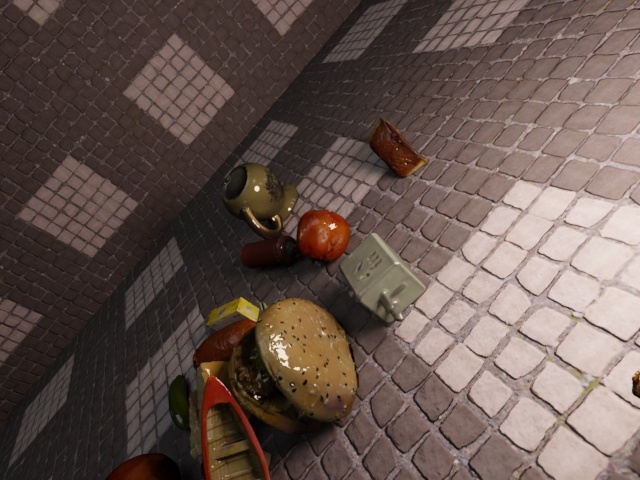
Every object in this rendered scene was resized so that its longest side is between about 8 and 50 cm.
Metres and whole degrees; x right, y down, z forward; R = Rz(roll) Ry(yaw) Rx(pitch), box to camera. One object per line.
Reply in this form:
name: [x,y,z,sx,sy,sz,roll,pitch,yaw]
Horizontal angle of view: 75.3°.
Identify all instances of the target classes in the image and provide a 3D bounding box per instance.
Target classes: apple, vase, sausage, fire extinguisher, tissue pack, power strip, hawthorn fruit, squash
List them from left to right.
apple: [-0.489,0.710,1.147,0.230,0.230,0.229,-32,35,26]
squash: [-0.491,0.557,1.441,0.069,0.069,0.258,-49,31,1]
sausage: [-0.284,0.352,1.319,0.268,0.153,0.141,-32,28,24]
tissue pack: [-0.317,0.276,1.499,0.176,0.095,0.062,-27,39,33]
vase: [-0.238,-0.142,1.720,0.241,0.302,0.328,-31,54,28]
fire extinguisher: [-0.155,0.029,1.570,0.337,0.106,0.147,-11,26,44]
hawthorn fruit: [0.000,0.000,1.336,0.179,0.179,0.200,16,82,56]
power strip: [0.162,0.106,1.041,0.140,0.139,0.224,-44,31,8]

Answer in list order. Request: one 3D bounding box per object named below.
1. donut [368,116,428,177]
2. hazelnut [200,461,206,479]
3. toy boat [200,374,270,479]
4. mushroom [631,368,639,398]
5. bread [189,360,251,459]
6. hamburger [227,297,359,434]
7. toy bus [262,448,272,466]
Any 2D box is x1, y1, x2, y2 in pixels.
donut: [0.236,-0.325,1.415,0.112,0.151,0.295,-50,30,18]
hazelnut: [-0.279,0.611,1.115,0.086,0.086,0.086,-32,35,26]
toy boat: [-0.189,0.493,0.924,0.136,0.079,0.391,-17,78,-5]
mushroom: [0.521,0.219,0.459,0.279,0.163,0.296,10,64,45]
bread: [-0.252,0.462,1.168,0.184,0.211,0.223,-41,56,41]
hamburger: [-0.072,0.295,1.019,0.195,0.277,0.317,-44,36,25]
toy bus: [-0.191,0.590,1.008,0.103,0.091,0.181,-21,41,40]
